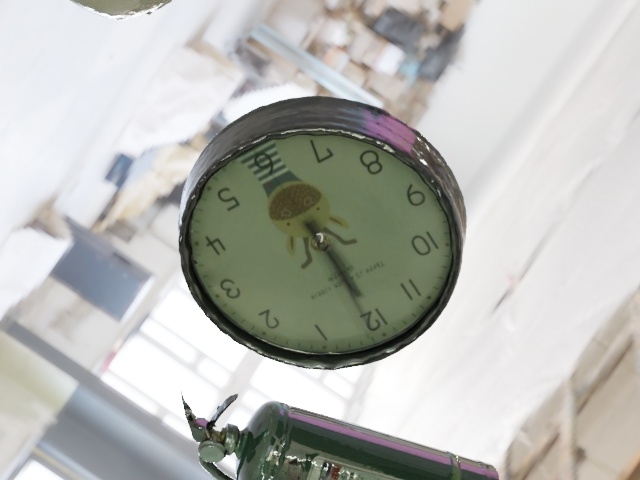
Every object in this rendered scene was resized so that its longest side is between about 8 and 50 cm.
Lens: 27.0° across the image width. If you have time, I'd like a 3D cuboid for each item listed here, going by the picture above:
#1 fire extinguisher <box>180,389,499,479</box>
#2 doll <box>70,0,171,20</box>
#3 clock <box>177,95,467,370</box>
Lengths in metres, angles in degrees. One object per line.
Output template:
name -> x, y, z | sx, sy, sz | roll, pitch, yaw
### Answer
fire extinguisher -> 0.005, 0.202, 1.170 | 0.093, 0.294, 0.118 | -87, -161, -51
doll -> -0.071, -0.174, 0.652 | 0.192, 0.095, 0.149 | -22, -166, 37
clock -> 0.000, 0.000, 0.833 | 0.184, 0.184, 0.040 | -55, -167, 29
